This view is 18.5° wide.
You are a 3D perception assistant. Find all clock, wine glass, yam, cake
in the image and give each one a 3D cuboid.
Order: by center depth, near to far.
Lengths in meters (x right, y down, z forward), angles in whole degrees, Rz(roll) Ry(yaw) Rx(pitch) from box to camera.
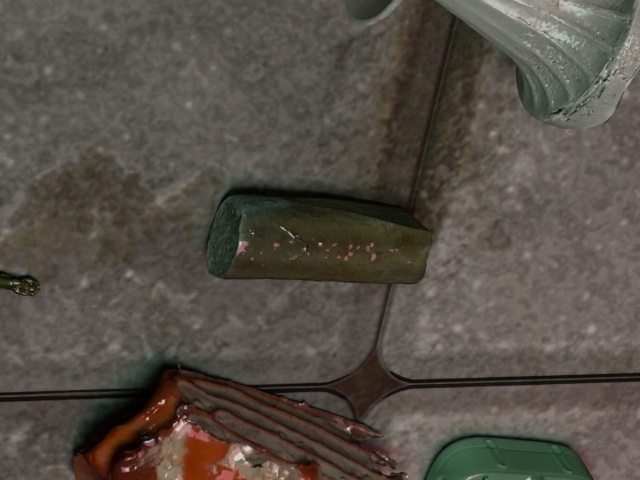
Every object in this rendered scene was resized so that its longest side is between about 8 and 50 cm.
[{"bbox_3d":[0.131,-0.179,1.401,0.196,0.165,0.165,17,115,-26],"label":"wine glass"},{"bbox_3d":[0.000,0.000,1.525,0.169,0.068,0.068,1,121,-22],"label":"yam"},{"bbox_3d":[-0.050,0.175,1.602,0.287,0.098,0.135,3,121,-22],"label":"cake"},{"bbox_3d":[0.155,0.264,1.764,0.148,0.060,0.189,5,121,-24],"label":"clock"}]

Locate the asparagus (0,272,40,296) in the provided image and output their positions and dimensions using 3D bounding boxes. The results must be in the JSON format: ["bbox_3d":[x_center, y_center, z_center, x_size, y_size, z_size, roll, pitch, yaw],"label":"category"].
[{"bbox_3d":[-0.266,0.021,1.468,0.127,0.018,0.015,18,74,-33],"label":"asparagus"}]
